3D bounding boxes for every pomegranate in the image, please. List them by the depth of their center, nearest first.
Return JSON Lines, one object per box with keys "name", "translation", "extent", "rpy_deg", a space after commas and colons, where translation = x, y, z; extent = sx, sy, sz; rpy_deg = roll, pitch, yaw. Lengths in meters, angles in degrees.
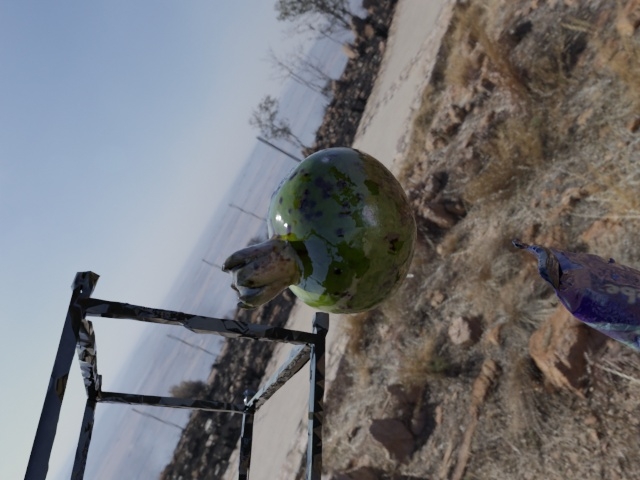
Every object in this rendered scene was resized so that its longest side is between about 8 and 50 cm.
{"name": "pomegranate", "translation": [0.000, 0.000, 0.668], "extent": [0.247, 0.202, 0.202], "rpy_deg": [-23, -5, -26]}

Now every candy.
{"name": "candy", "translation": [0.331, 0.073, 0.574], "extent": [0.070, 0.275, 0.145], "rpy_deg": [-66, -8, 19]}

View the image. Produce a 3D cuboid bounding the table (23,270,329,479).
{"name": "table", "translation": [-0.146, 0.236, 0.544], "extent": [0.335, 0.222, 0.272], "rpy_deg": [125, 152, -57]}
